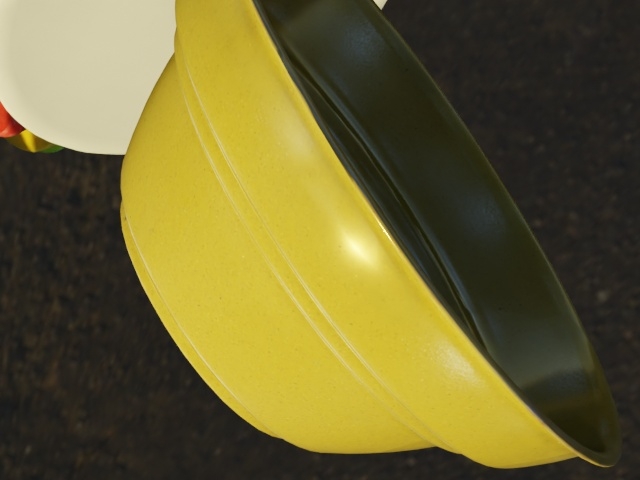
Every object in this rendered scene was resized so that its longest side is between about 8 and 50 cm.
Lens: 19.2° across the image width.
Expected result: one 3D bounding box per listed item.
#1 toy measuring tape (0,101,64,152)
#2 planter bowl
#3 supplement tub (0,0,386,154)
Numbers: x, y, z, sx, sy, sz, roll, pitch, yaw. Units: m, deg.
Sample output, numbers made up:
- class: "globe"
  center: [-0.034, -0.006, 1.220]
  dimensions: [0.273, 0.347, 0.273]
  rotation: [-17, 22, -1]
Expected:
- class: "toy measuring tape"
  center: [-0.160, -0.126, 1.322]
  dimensions: [0.121, 0.330, 0.121]
  rotation: [5, 83, -40]
- class: "planter bowl"
  center: [0.000, 0.000, 0.605]
  dimensions: [0.090, 0.217, 0.217]
  rotation: [-34, 78, 13]
- class: "supplement tub"
  center: [-0.118, -0.230, 0.919]
  dimensions: [0.241, 0.241, 0.331]
  rotation: [-16, 57, -20]
